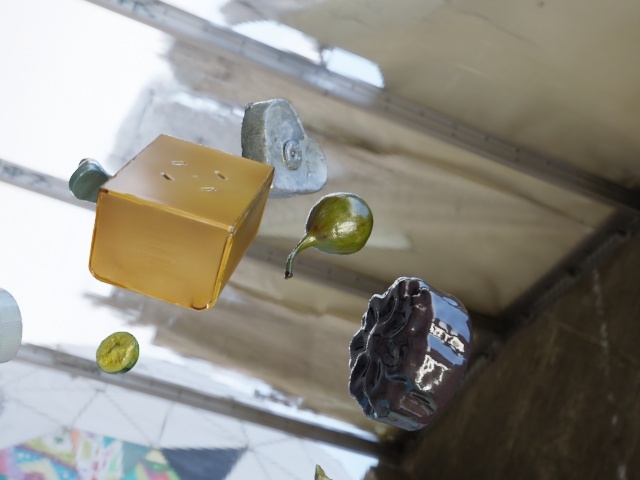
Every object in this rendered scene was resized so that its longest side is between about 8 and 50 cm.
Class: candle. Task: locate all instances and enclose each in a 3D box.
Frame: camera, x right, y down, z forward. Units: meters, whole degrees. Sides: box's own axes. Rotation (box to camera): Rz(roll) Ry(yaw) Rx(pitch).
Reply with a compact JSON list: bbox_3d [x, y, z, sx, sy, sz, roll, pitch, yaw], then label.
[{"bbox_3d":[-0.073,-0.141,1.810,0.068,0.192,0.168,-10,-141,40],"label":"candle"}]

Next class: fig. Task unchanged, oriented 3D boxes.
[{"bbox_3d":[0.000,0.000,1.969,0.236,0.124,0.124,-38,-178,-31],"label":"fig"}]

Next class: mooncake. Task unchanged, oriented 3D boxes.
[{"bbox_3d":[0.157,0.208,1.956,0.283,0.141,0.283,-52,-155,36],"label":"mooncake"}]

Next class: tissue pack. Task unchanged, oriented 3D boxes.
[{"bbox_3d":[-0.194,-0.031,1.524,0.274,0.194,0.145,-64,168,-66],"label":"tissue pack"}]

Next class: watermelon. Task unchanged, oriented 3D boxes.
[{"bbox_3d":[-0.449,0.260,2.365,0.105,0.062,0.105,-13,-127,18],"label":"watermelon"}]

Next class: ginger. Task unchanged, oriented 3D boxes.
[{"bbox_3d":[0.007,0.467,1.878,0.044,0.057,0.137,-12,-116,27],"label":"ginger"}]

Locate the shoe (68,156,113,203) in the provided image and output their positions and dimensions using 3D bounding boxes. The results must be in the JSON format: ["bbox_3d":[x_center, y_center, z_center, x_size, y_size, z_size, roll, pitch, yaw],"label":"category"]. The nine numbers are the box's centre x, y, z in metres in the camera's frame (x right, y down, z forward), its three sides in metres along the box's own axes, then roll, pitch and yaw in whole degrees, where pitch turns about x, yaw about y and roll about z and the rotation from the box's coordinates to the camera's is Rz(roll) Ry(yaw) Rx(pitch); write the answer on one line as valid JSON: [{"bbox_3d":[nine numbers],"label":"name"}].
[{"bbox_3d":[-0.465,-0.127,2.101,0.079,0.078,0.195,-39,167,0],"label":"shoe"}]

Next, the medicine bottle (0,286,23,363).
[{"bbox_3d":[-0.562,0.136,1.524,0.139,0.225,0.139,3,-86,37],"label":"medicine bottle"}]
